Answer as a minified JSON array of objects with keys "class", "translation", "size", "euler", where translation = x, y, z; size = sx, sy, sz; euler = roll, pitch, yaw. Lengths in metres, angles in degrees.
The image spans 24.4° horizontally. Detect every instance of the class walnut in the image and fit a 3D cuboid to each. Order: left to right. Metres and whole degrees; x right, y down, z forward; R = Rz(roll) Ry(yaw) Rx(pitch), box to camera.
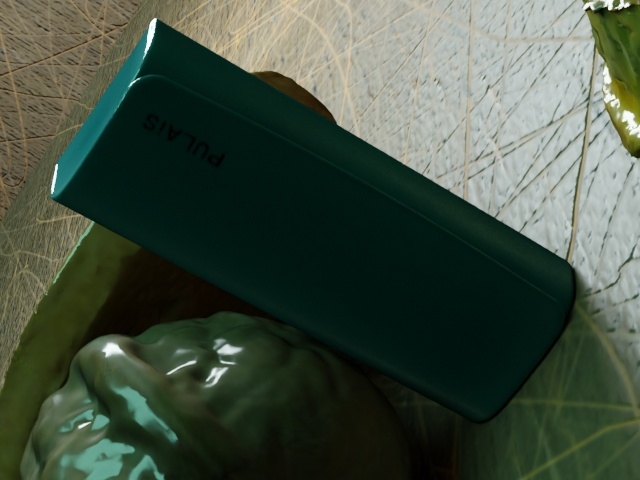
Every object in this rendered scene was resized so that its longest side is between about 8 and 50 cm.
[{"class":"walnut","translation":[-0.064,0.163,0.917],"size":[0.248,0.248,0.248],"euler":[-50,22,29]}]

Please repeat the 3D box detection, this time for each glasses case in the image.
[{"class":"glasses case","translation":[0.001,-0.001,0.867],"size":[0.117,0.301,0.070],"euler":[-52,20,24]}]

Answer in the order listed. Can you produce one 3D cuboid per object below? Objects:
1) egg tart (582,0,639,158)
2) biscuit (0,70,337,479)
[{"class":"egg tart","translation":[0.232,-0.167,0.814],"size":[0.288,0.118,0.288],"euler":[-46,27,33]},{"class":"biscuit","translation":[-0.106,0.051,1.111],"size":[0.385,0.062,0.365],"euler":[-58,-20,8]}]
